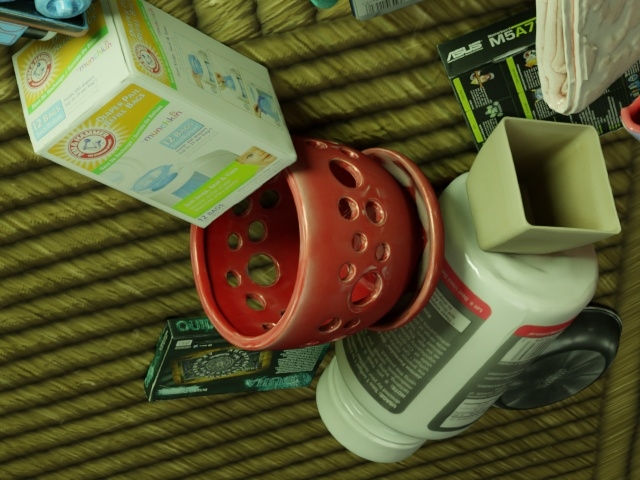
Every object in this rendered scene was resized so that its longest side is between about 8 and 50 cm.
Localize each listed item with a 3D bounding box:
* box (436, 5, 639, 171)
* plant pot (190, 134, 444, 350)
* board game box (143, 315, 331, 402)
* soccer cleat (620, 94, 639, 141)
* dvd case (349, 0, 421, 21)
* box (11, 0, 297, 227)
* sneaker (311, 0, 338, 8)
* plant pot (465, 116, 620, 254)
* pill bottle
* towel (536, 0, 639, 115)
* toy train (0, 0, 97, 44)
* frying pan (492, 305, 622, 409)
[{"bbox_3d":[0.214,-0.145,1.653,0.184,0.045,0.191,-20,149,8],"label":"box"},{"bbox_3d":[0.000,0.000,1.640,0.174,0.191,0.191,-2,145,-38],"label":"plant pot"},{"bbox_3d":[-0.083,0.119,1.920,0.186,0.026,0.126,-3,145,-23],"label":"board game box"},{"bbox_3d":[0.365,-0.176,1.610,0.095,0.083,0.248,10,126,-45],"label":"soccer cleat"},{"bbox_3d":[0.092,-0.276,1.408,0.179,0.030,0.239,-18,148,-1],"label":"dvd case"},{"bbox_3d":[-0.134,-0.107,1.482,0.114,0.103,0.203,-35,144,24],"label":"box"},{"bbox_3d":[0.014,-0.255,1.257,0.295,0.124,0.178,-11,118,1],"label":"sneaker"},{"bbox_3d":[0.194,-0.039,1.675,0.109,0.109,0.096,3,155,-31],"label":"plant pot"},{"bbox_3d":[0.123,0.089,1.835,0.176,0.176,0.318,5,141,-32],"label":"pill bottle"},{"bbox_3d":[0.286,-0.282,1.341,0.332,0.053,0.317,-39,151,-18],"label":"towel"},{"bbox_3d":[-0.249,-0.191,1.331,0.184,0.080,0.105,8,148,-38],"label":"toy train"},{"bbox_3d":[0.234,0.117,2.059,0.197,0.053,0.326,-27,150,13],"label":"frying pan"}]
